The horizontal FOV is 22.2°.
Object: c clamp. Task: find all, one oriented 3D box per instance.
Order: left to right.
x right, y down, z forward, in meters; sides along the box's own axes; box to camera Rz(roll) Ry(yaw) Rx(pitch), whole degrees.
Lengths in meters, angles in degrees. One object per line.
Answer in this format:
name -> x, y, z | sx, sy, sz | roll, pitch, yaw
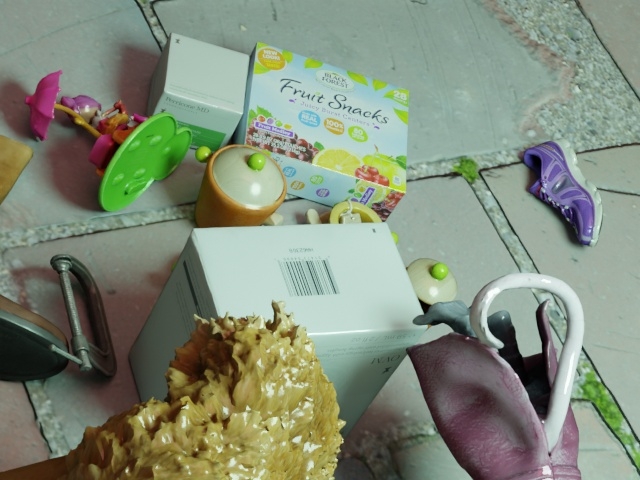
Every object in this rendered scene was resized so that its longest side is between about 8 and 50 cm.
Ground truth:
c clamp -> -0.246, 0.074, 1.677 | 0.137, 0.022, 0.160 | 49, 19, -51

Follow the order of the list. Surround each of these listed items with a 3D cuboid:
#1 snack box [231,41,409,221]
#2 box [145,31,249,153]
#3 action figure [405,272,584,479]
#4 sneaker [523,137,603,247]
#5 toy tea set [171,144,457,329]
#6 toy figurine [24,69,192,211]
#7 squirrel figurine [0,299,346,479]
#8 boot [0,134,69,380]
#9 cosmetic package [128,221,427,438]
snack box -> 0.000, -0.133, 1.985 | 0.207, 0.070, 0.174 | 18, 49, -15
box -> -0.147, -0.173, 1.930 | 0.101, 0.087, 0.102 | 15, 49, -15
action figure -> 0.215, 0.237, 1.566 | 0.248, 0.276, 0.370 | -4, 71, -29
sneaker -> 0.309, -0.056, 2.097 | 0.071, 0.068, 0.170 | -12, 51, -16
toy tea set -> 0.000, 0.000, 1.842 | 0.336, 0.124, 0.200 | 10, 51, -19
toy figurine -> -0.251, -0.133, 1.845 | 0.159, 0.130, 0.173 | 35, 24, 15
squirrel figurine -> -0.093, 0.257, 1.426 | 0.370, 0.397, 0.281 | -5, 47, -45
boot -> -0.357, 0.001, 1.713 | 0.264, 0.096, 0.280 | 18, 41, -3
cosmetic package -> -0.048, 0.103, 1.668 | 0.224, 0.224, 0.138 | -2, 56, -28
